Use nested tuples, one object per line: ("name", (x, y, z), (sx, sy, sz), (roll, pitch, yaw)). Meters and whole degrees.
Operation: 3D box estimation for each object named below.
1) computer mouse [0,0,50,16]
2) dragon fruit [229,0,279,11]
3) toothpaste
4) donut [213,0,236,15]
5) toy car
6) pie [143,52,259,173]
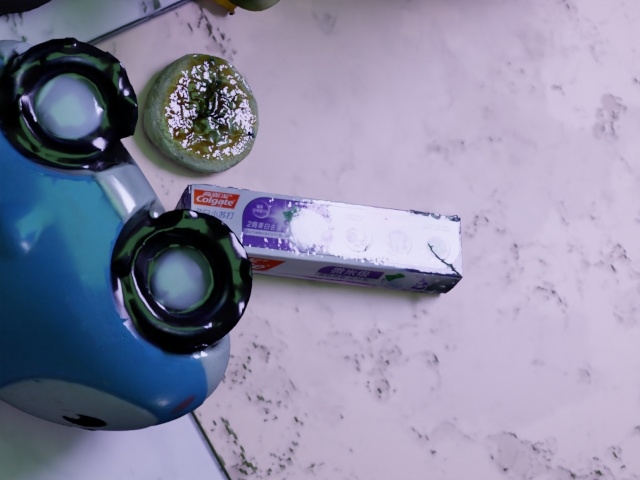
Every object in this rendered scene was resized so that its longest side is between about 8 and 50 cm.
("computer mouse", (-0.255, -0.255, 1.253), (0.264, 0.088, 0.147), (33, 87, -6))
("dragon fruit", (-0.070, -0.305, 1.277), (0.198, 0.218, 0.272), (20, 74, 10))
("toothpaste", (0.000, 0.000, 1.323), (0.196, 0.040, 0.047), (7, 69, -20))
("donut", (-0.056, -0.200, 1.364), (0.038, 0.067, 0.083), (29, 99, -18))
("toy car", (-0.169, 0.011, 1.176), (0.190, 0.188, 0.255), (-35, 92, -17))
("pie", (-0.077, -0.085, 1.327), (0.084, 0.021, 0.084), (5, 74, -19))
